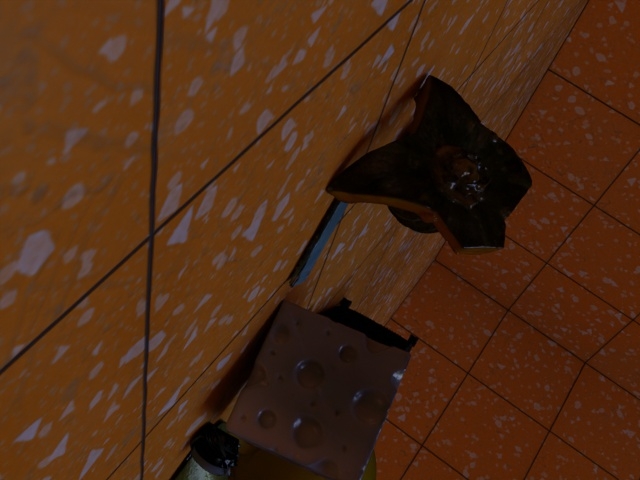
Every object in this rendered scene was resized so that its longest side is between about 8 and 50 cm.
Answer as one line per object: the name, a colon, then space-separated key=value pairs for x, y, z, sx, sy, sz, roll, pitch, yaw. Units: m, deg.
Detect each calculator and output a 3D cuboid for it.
calculator: x=0.000 y=0.000 z=1.245 sx=0.172 sy=0.018 sz=0.057 roll=-60 pitch=170 yaw=22

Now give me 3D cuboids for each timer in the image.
timer: x=-0.076 y=0.520 z=1.772 sx=0.386 sy=0.376 sz=0.376 roll=11 pitch=123 yaw=-30

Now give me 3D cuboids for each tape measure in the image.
tape measure: x=-0.186 y=0.370 z=1.383 sx=0.054 sy=0.091 sz=0.094 roll=-51 pitch=-172 yaw=14

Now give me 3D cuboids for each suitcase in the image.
suitcase: x=0.081 y=0.263 z=1.835 sx=0.152 sy=0.229 sz=0.335 roll=-64 pitch=167 yaw=7

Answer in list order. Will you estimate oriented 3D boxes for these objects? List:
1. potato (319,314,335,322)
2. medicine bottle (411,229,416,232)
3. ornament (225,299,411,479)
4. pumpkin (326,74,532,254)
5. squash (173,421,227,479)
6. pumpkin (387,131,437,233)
potato: x=-0.058 y=0.267 z=1.599 sx=0.138 sy=0.098 sz=0.243 roll=-39 pitch=-148 yaw=47
medicine bottle: x=0.295 y=-0.093 z=2.163 sx=0.051 sy=0.051 sz=0.191 roll=-48 pitch=167 yaw=-34
ornament: x=-0.002 y=0.281 z=1.382 sx=0.240 sy=0.239 sz=0.239 roll=88 pitch=25 yaw=-73
pumpkin: x=0.188 y=-0.094 z=1.178 sx=0.290 sy=0.258 sz=0.095 roll=-53 pitch=-172 yaw=-33
squash: x=-0.254 y=0.454 z=1.525 sx=0.203 sy=0.155 sz=0.237 roll=-19 pitch=172 yaw=5
pumpkin: x=0.206 y=-0.119 z=1.431 sx=0.219 sy=0.162 sz=0.219 roll=-28 pitch=135 yaw=-31
